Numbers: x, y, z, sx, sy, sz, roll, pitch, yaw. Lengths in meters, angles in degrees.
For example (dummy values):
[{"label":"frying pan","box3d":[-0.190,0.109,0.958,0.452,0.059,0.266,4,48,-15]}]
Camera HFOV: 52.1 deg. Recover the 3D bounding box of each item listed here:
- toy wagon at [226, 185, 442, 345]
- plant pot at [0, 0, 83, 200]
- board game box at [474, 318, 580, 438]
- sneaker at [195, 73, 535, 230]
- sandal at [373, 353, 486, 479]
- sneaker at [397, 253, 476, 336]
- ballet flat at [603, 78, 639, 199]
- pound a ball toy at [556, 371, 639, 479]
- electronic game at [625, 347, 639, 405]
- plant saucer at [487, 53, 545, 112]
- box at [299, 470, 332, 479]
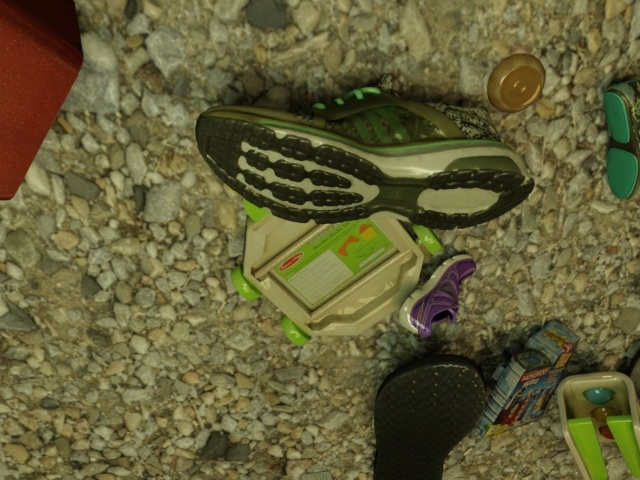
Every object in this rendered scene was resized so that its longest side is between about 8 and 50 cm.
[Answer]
[{"label":"toy wagon","box3d":[0.000,0.000,0.938,0.267,0.068,0.344,-36,121,12]},{"label":"plant pot","box3d":[-0.385,-0.188,0.641,0.236,0.267,0.267,21,116,-35]},{"label":"board game box","box3d":[0.354,0.232,1.124,0.194,0.060,0.194,2,118,-45]},{"label":"sneaker","box3d":[0.052,-0.126,0.815,0.411,0.182,0.158,7,145,-15]},{"label":"sandal","box3d":[0.169,0.314,1.153,0.168,0.107,0.445,11,135,2]},{"label":"sneaker","box3d":[0.187,0.088,0.993,0.170,0.071,0.068,-40,156,-30]},{"label":"ballet flat","box3d":[0.450,-0.144,0.940,0.070,0.070,0.188,-20,127,2]},{"label":"pound a ball toy","box3d":[0.576,0.353,1.209,0.208,0.135,0.319,-13,137,25]},{"label":"electronic game","box3d":[0.677,0.242,1.235,0.229,0.048,0.229,-6,116,-13]},{"label":"plant saucer","box3d":[0.268,-0.210,0.888,0.084,0.015,0.083,-5,123,-8]},{"label":"box","box3d":[-0.008,0.596,1.316,0.063,0.067,0.323,-4,124,-9]}]
